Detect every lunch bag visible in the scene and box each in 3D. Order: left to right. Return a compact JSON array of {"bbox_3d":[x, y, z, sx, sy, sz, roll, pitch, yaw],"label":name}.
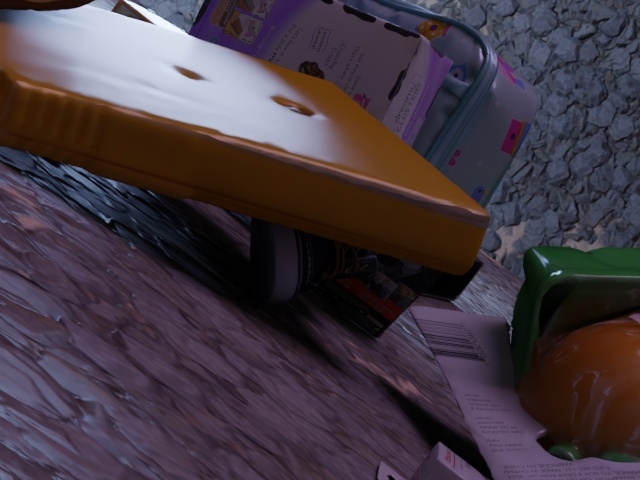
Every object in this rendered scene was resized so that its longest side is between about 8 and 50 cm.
[{"bbox_3d":[0.040,-0.108,1.554,0.108,0.224,0.279,31,0,-44],"label":"lunch bag"}]

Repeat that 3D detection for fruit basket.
[{"bbox_3d":[0.245,0.130,1.057,0.327,0.165,0.353,1,30,-13],"label":"fruit basket"}]

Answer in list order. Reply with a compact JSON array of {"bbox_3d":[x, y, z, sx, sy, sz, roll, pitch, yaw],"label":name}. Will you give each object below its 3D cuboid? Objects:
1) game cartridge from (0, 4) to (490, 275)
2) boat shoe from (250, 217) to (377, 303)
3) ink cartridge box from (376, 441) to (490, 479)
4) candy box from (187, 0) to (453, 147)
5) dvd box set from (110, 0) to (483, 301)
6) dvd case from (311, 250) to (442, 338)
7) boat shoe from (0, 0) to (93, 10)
[{"bbox_3d":[-0.090,-0.082,1.127,0.323,0.053,0.285,14,16,-25],"label":"game cartridge"},{"bbox_3d":[0.000,0.000,1.157,0.083,0.065,0.183,1,8,-5],"label":"boat shoe"},{"bbox_3d":[0.069,0.128,0.887,0.083,0.028,0.048,37,5,1],"label":"ink cartridge box"},{"bbox_3d":[-0.020,-0.111,1.426,0.196,0.165,0.070,27,0,27],"label":"candy box"},{"bbox_3d":[-0.026,-0.090,1.935,0.420,0.062,0.307,39,5,15],"label":"dvd box set"},{"bbox_3d":[0.039,0.011,1.281,0.087,0.119,0.013,36,42,-6],"label":"dvd case"},{"bbox_3d":[-0.202,-0.191,1.064,0.095,0.095,0.257,22,19,23],"label":"boat shoe"}]
